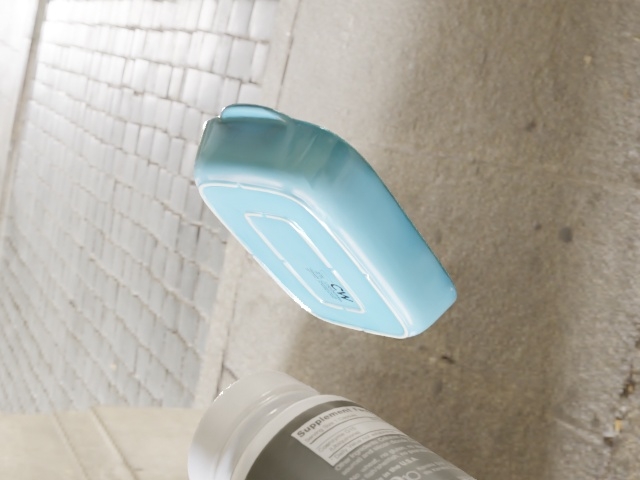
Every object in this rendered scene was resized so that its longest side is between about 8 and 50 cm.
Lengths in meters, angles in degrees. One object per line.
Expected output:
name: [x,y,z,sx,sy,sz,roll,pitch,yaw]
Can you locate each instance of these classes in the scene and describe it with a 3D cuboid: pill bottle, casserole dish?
pill bottle: [0.026,0.224,0.732,0.283,0.161,0.161,25,105,43]
casserole dish: [0.000,0.000,0.504,0.114,0.188,0.037,9,61,40]
